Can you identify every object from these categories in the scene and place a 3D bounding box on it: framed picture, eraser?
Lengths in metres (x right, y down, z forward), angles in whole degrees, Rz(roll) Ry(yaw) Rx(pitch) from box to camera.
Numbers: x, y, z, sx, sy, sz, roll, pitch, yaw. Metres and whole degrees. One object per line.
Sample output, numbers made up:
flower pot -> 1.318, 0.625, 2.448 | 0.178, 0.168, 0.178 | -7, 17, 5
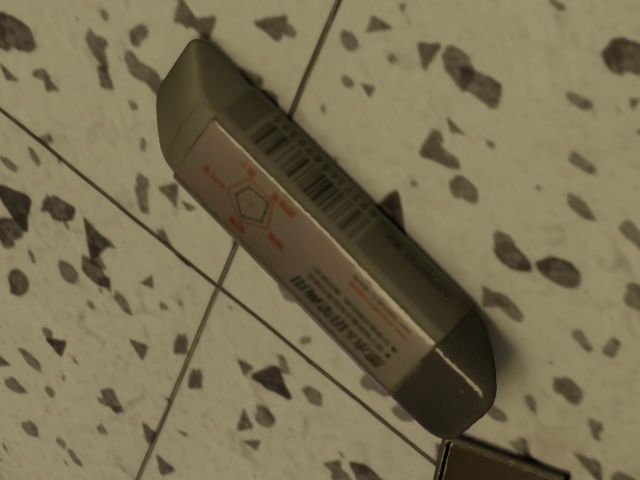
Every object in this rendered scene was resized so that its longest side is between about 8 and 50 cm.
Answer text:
framed picture -> 0.126, 0.234, 1.376 | 0.109, 0.011, 0.149 | 18, 102, 31
eraser -> 0.000, 0.000, 1.328 | 0.352, 0.061, 0.089 | 45, 137, 4
